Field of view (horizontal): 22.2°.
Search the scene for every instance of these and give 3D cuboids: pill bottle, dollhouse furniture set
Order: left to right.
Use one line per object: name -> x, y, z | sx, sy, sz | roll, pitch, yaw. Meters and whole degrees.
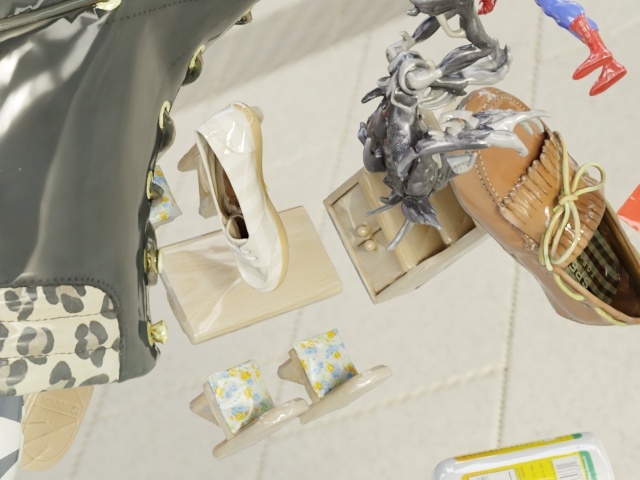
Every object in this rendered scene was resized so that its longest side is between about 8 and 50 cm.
dollhouse furniture set -> 0.000, 0.000, 1.917 | 0.394, 0.362, 0.256 | -18, -14, -37
pill bottle -> 0.174, 0.258, 1.573 | 0.208, 0.117, 0.117 | -11, 30, -3

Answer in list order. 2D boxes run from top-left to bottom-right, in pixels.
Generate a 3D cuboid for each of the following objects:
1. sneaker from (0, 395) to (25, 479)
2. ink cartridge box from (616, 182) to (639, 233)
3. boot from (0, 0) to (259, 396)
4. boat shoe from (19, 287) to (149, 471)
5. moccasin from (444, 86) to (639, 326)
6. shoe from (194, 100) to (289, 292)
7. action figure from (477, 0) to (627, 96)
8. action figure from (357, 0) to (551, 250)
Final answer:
sneaker -> -0.241, 0.108, 0.888 | 0.094, 0.153, 0.235 | -20, 63, 21
ink cartridge box -> 0.439, -0.025, 1.603 | 0.189, 0.232, 0.066 | -53, -3, 7
boot -> -0.063, -0.048, 0.566 | 0.236, 0.178, 0.085 | -9, 11, -41
boat shoe -> -0.271, 0.101, 1.730 | 0.092, 0.103, 0.285 | 18, 82, 43
moccasin -> 0.258, -0.025, 1.785 | 0.147, 0.380, 0.139 | 15, 58, 47
shoe -> -0.085, -0.036, 1.671 | 0.076, 0.219, 0.058 | 20, 41, 41
action figure -> 0.206, -0.267, 1.796 | 0.139, 0.091, 0.280 | -32, 65, 15
action figure -> 0.106, -0.118, 1.312 | 0.141, 0.275, 0.164 | -5, 40, -14
